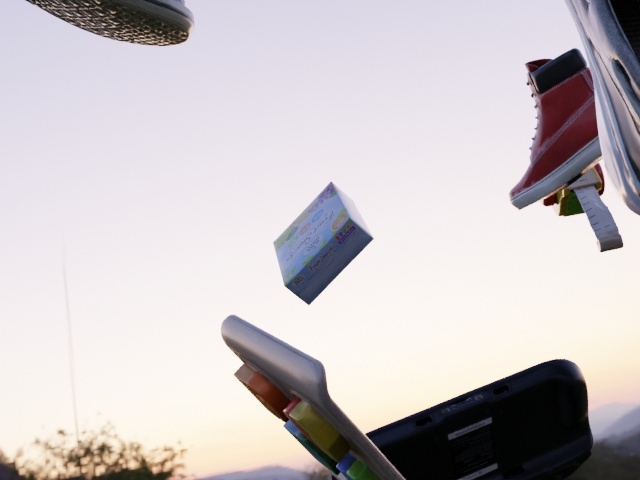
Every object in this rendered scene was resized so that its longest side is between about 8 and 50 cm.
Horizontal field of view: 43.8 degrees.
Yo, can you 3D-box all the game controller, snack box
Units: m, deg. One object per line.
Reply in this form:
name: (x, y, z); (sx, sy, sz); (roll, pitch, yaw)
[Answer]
game controller: (0.169, 0.247, 0.907); (0.319, 0.166, 0.067); (-19, 20, -13)
snack box: (0.000, 0.000, 1.491); (0.070, 0.207, 0.174); (39, -79, -23)

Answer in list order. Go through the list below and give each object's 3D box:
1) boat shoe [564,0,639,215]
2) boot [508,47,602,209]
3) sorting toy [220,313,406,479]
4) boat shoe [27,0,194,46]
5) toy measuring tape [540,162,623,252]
boat shoe: (0.203, -0.178, 0.475); (0.121, 0.335, 0.119); (-14, -11, 0)
boot: (0.333, -0.166, 1.183); (0.088, 0.176, 0.244); (-27, -14, -38)
sorting toy: (0.001, 0.166, 0.686); (0.038, 0.208, 0.193); (-42, 25, -17)
boat shoe: (-0.402, -0.427, 1.120); (0.500, 0.156, 0.187); (24, -11, -8)
toy measuring tape: (0.445, -0.060, 1.361); (0.121, 0.330, 0.121); (-2, -51, -2)
